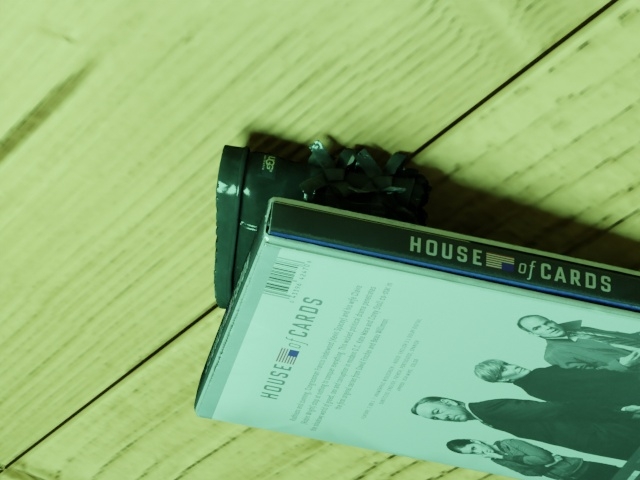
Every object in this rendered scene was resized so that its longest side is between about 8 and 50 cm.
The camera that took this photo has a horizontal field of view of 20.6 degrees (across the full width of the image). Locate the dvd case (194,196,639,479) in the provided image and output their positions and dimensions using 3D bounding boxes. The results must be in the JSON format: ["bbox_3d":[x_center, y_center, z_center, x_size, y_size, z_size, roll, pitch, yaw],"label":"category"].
[{"bbox_3d":[0.071,0.059,0.863,0.239,0.029,0.179,12,146,-8],"label":"dvd case"}]

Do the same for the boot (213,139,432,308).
[{"bbox_3d":[0.000,0.000,0.851,0.099,0.045,0.121,9,142,3],"label":"boot"}]
